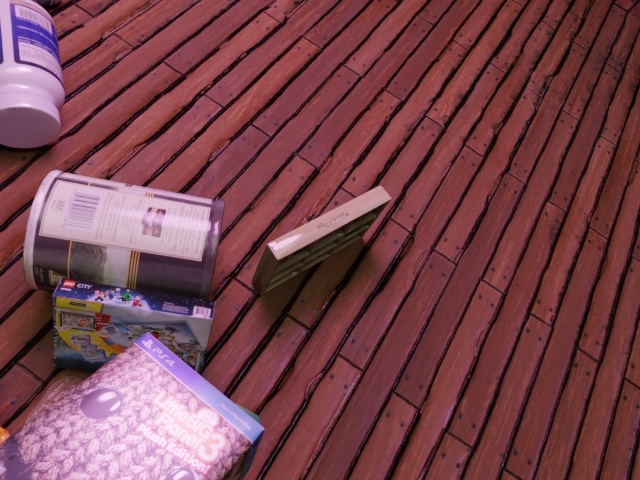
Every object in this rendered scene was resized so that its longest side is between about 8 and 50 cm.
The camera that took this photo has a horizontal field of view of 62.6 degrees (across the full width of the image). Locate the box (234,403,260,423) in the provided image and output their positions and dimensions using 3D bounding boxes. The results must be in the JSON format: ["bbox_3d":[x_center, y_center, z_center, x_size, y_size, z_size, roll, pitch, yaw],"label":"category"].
[{"bbox_3d":[-0.181,0.344,0.845,0.105,0.043,0.179,30,61,0],"label":"box"}]

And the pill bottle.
[{"bbox_3d":[-0.575,-0.318,1.000,0.153,0.153,0.264,-8,66,-21],"label":"pill bottle"}]

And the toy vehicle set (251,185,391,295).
[{"bbox_3d":[0.000,0.000,1.006,0.267,0.166,0.035,-29,75,-27],"label":"toy vehicle set"}]

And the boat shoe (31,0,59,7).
[{"bbox_3d":[-0.719,-0.628,1.134,0.335,0.121,0.119,39,55,3],"label":"boat shoe"}]

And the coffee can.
[{"bbox_3d":[-0.315,0.005,0.886,0.276,0.201,0.201,10,61,-12],"label":"coffee can"}]

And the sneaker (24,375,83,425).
[{"bbox_3d":[-0.417,0.268,0.818,0.042,0.067,0.118,27,29,0],"label":"sneaker"}]

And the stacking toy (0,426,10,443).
[{"bbox_3d":[-0.530,0.232,0.746,0.302,0.166,0.175,44,75,-5],"label":"stacking toy"}]

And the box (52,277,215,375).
[{"bbox_3d":[-0.297,0.150,0.840,0.233,0.159,0.044,11,35,-12],"label":"box"}]

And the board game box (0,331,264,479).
[{"bbox_3d":[-0.261,0.311,0.696,0.232,0.141,0.291,34,44,15],"label":"board game box"}]
